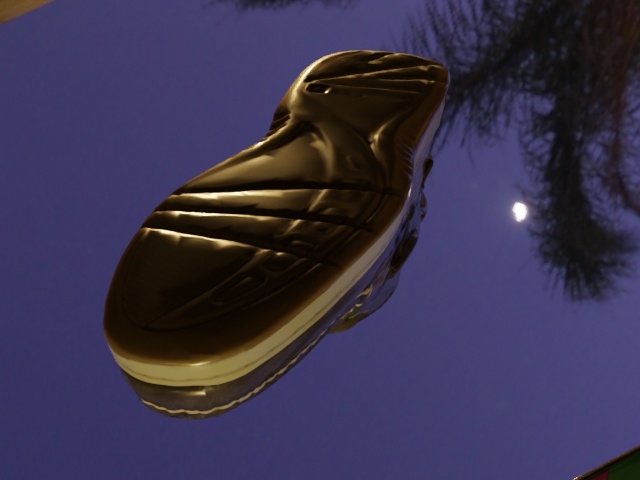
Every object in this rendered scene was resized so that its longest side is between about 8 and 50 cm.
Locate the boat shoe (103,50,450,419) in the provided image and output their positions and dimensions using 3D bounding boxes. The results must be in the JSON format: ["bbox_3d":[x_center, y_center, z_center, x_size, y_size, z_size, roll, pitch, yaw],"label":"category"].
[{"bbox_3d":[-0.001,0.000,0.410,0.080,0.073,0.223,6,-148,18],"label":"boat shoe"}]

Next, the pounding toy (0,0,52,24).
[{"bbox_3d":[-0.009,-0.127,0.360,0.183,0.237,0.110,-39,-93,-28],"label":"pounding toy"}]

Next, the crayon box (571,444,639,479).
[{"bbox_3d":[0.106,0.308,0.732,0.363,0.313,0.106,-28,-132,-1],"label":"crayon box"}]
